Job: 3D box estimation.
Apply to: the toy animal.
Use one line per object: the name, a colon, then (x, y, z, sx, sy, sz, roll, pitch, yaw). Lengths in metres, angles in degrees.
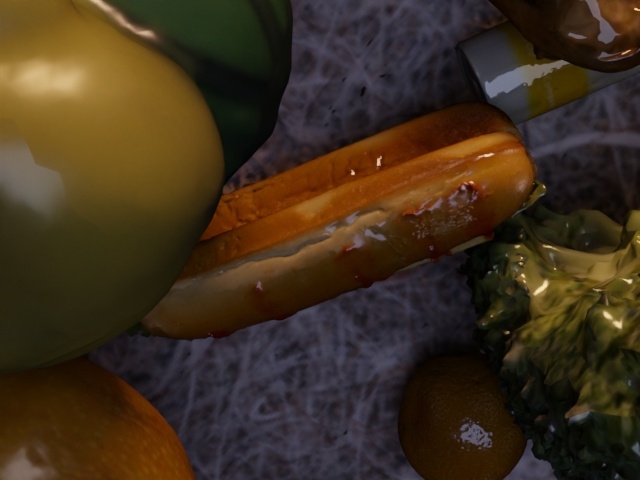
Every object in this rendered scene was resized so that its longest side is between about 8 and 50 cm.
toy animal: (-0.133, -0.048, 0.816, 0.191, 0.338, 0.216, 34, 134, 10)

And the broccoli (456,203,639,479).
broccoli: (0.252, 0.002, 0.952, 0.353, 0.397, 0.275, 0, 144, 13)

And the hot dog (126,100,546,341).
hot dog: (0.000, 0.000, 0.954, 0.250, 0.104, 0.076, -24, 113, 12)

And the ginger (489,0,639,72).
ginger: (0.102, -0.235, 0.899, 0.133, 0.107, 0.309, -10, 100, 18)

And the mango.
mango: (-0.141, 0.154, 0.930, 0.177, 0.120, 0.295, 17, 150, 18)

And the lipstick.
lipstick: (0.207, -0.137, 0.981, 0.264, 0.059, 0.059, -24, 110, -1)

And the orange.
orange: (0.084, 0.107, 1.032, 0.085, 0.085, 0.085, -3, 109, -9)
